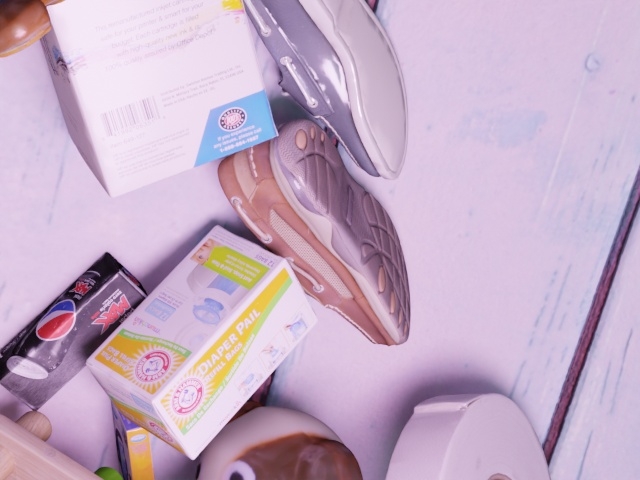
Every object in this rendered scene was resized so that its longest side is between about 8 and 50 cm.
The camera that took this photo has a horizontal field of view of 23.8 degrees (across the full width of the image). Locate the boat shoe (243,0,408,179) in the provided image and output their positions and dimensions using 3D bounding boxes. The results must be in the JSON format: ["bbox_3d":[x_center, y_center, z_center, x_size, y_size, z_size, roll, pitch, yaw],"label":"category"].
[{"bbox_3d":[0.001,-0.189,1.538,0.099,0.116,0.319,-4,134,28],"label":"boat shoe"}]

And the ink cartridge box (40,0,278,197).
[{"bbox_3d":[-0.167,-0.196,1.402,0.171,0.168,0.233,-21,120,-13],"label":"ink cartridge box"}]

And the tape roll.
[{"bbox_3d":[0.175,0.364,1.710,0.072,0.392,0.392,-6,126,28],"label":"tape roll"}]

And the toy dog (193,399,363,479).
[{"bbox_3d":[-0.008,0.371,1.673,0.395,0.284,0.408,-34,121,-15],"label":"toy dog"}]

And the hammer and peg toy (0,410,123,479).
[{"bbox_3d":[-0.316,0.305,1.560,0.361,0.127,0.266,30,122,11],"label":"hammer and peg toy"}]

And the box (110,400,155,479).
[{"bbox_3d":[-0.201,0.226,1.636,0.028,0.081,0.136,-13,117,-15],"label":"box"}]

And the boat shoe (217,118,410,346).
[{"bbox_3d":[0.000,0.000,1.608,0.116,0.123,0.324,-14,132,23],"label":"boat shoe"}]

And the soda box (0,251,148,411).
[{"bbox_3d":[-0.257,0.094,1.568,0.169,0.053,0.060,-43,122,1],"label":"soda box"}]

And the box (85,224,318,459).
[{"bbox_3d":[-0.118,0.102,1.547,0.203,0.114,0.103,-47,137,-20],"label":"box"}]

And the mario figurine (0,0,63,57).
[{"bbox_3d":[-0.286,-0.297,1.124,0.170,0.198,0.320,-36,115,1],"label":"mario figurine"}]
